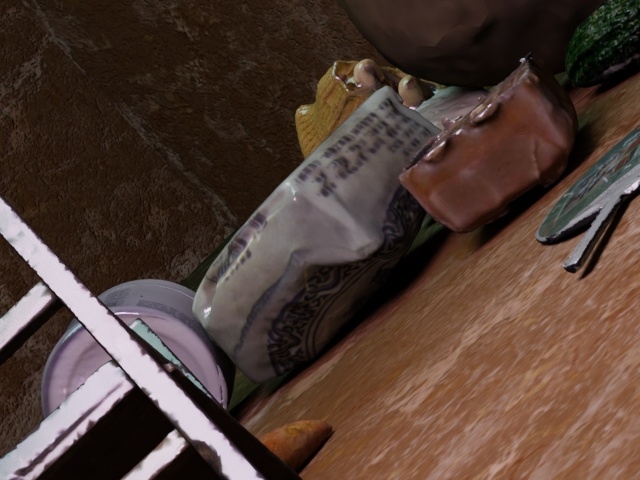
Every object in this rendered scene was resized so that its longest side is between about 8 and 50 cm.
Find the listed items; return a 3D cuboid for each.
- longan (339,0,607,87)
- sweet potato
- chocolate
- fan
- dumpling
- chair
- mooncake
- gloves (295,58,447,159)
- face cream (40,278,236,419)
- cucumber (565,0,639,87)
[{"bbox_3d":[0.204,-0.372,1.893,0.436,0.404,0.404,-30,11,36],"label":"longan"},{"bbox_3d":[-0.100,0.208,1.354,0.255,0.058,0.078,-38,-15,2],"label":"sweet potato"},{"bbox_3d":[0.154,-0.080,1.615,0.148,0.093,0.214,-42,4,16],"label":"chocolate"},{"bbox_3d":[0.209,-0.044,1.341,0.294,0.012,0.223,-44,5,-28],"label":"fan"},{"bbox_3d":[0.133,-0.102,1.958,0.150,0.092,0.176,-34,5,37],"label":"dumpling"},{"bbox_3d":[-0.121,0.179,1.184,0.203,0.416,0.240,-42,-39,-6],"label":"chair"},{"bbox_3d":[0.004,0.004,1.768,0.250,0.136,0.254,-53,-5,40],"label":"mooncake"},{"bbox_3d":[0.070,-0.115,2.205,0.203,0.155,0.356,-37,-13,-19],"label":"gloves"},{"bbox_3d":[-0.174,0.136,1.825,0.177,0.177,0.153,-42,7,8],"label":"face cream"},{"bbox_3d":[0.290,-0.200,1.689,0.077,0.077,0.265,-44,7,-22],"label":"cucumber"}]
